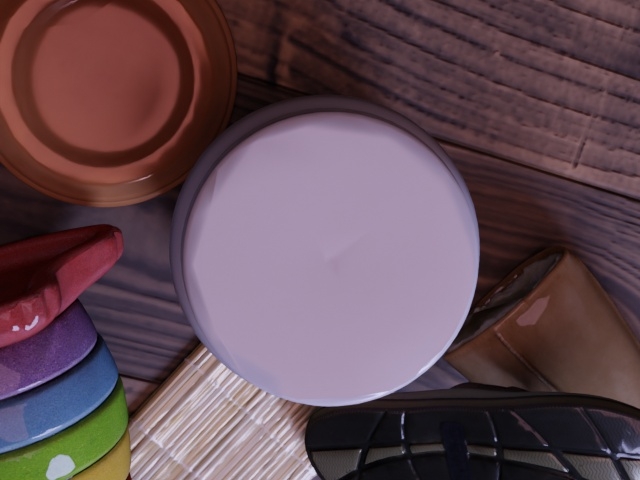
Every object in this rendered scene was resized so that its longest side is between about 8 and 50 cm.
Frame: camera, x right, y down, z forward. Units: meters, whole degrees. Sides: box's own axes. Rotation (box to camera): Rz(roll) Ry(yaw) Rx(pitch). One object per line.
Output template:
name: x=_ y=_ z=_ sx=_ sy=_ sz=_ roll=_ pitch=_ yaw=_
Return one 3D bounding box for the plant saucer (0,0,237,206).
plant saucer: x=-0.157 y=-0.119 z=0.895 sx=0.200 sy=0.037 sz=0.200 roll=-3 pitch=105 yaw=-11

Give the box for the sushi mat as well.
sushi mat: x=-0.056 y=0.145 z=0.995 sx=0.151 sy=0.019 sz=0.316 roll=42 pitch=92 yaw=-19

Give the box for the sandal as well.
sandal: x=0.136 y=0.152 z=0.944 sx=0.302 sy=0.086 sz=0.120 roll=5 pitch=113 yaw=22

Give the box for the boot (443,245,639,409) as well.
boot: x=0.195 y=0.175 z=1.028 sx=0.236 sy=0.089 sz=0.269 roll=-44 pitch=106 yaw=-2

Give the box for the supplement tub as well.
supplement tub: x=0.000 y=0.000 z=0.822 sx=0.191 sy=0.272 sz=0.191 roll=0 pitch=95 yaw=-2

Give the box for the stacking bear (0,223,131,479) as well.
stacking bear: x=-0.201 y=0.157 z=0.892 sx=0.164 sy=0.175 sz=0.289 roll=-9 pitch=107 yaw=17
